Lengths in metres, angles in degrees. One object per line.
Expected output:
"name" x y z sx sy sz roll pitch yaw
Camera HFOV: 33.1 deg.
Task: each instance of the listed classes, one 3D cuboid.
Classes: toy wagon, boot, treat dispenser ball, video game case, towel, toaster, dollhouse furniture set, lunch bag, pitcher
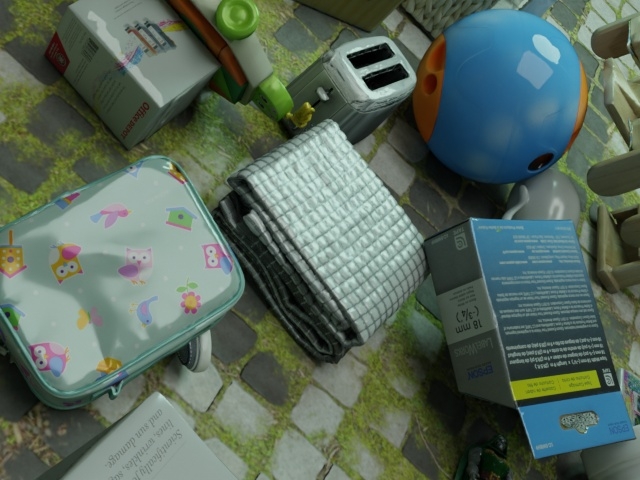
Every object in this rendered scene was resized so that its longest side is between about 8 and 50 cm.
"toy wagon" -0.144 -0.280 1.480 0.068 0.267 0.344 -41 92 -12
"boot" -0.198 0.079 1.317 0.086 0.069 0.190 -1 54 -33
"treat dispenser ball" 0.295 -0.237 1.787 0.288 0.288 0.288 22 49 -28
"video game case" 0.549 0.312 1.818 0.143 0.019 0.157 34 46 -17
"towel" 0.000 0.000 1.499 0.284 0.121 0.235 52 44 -1
"toaster" 0.048 -0.229 1.674 0.227 0.146 0.129 -25 80 -47
"dollhouse furniture set" 0.541 -0.121 1.850 0.394 0.256 0.362 49 37 -33
"lunch bag" -0.239 0.053 1.214 0.279 0.108 0.224 -30 88 -25
"pitcher" 0.359 -0.034 1.810 0.178 0.125 0.207 45 45 -38

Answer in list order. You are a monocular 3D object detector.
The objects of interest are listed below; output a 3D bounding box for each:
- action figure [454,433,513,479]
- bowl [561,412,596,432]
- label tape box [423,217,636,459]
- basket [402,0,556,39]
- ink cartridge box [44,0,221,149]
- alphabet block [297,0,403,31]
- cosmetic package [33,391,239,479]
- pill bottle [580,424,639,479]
"action figure" 0.224 0.355 1.483 0.137 0.063 0.232 37 40 -10
"bowl" 0.348 0.228 1.659 0.170 0.080 0.170 22 49 -29
"label tape box" 0.295 0.140 1.530 0.240 0.106 0.334 0 71 -40
"basket" 0.337 -0.551 2.017 0.266 0.328 0.331 42 43 -6
"ink cartridge box" -0.249 -0.239 1.428 0.176 0.128 0.127 50 54 -2
"alphabet block" 0.065 -0.511 1.848 0.193 0.197 0.192 14 53 -33
"cosmetic package" -0.234 0.300 0.886 0.156 0.385 0.217 48 42 -3
"pill bottle" 0.515 0.453 1.547 0.210 0.210 0.363 5 59 -38
